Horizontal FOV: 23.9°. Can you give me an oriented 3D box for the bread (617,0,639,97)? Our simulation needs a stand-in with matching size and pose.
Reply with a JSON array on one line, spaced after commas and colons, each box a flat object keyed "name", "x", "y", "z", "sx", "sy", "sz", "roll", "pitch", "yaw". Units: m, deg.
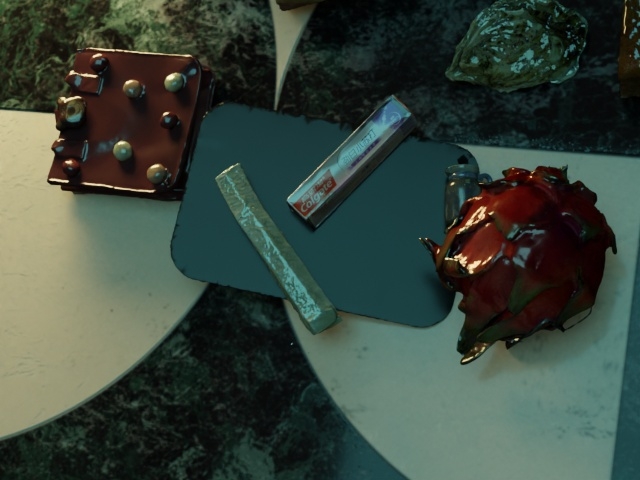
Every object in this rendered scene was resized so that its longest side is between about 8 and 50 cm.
[{"name": "bread", "x": 0.459, "y": -0.384, "z": 1.887, "sx": 0.165, "sy": 0.113, "sz": 0.416, "roll": 1, "pitch": 75, "yaw": 15}]

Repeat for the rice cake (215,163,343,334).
[{"name": "rice cake", "x": -0.056, "y": 0.012, "z": 1.914, "sx": 0.045, "sy": 0.042, "sz": 0.245, "roll": -32, "pitch": 77, "yaw": -8}]

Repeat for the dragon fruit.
[{"name": "dragon fruit", "x": 0.238, "y": 0.028, "z": 1.805, "sx": 0.193, "sy": 0.192, "sz": 0.274, "roll": 17, "pitch": 77, "yaw": 57}]

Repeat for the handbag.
[{"name": "handbag", "x": -0.260, "y": -0.160, "z": 2.053, "sx": 0.216, "sy": 0.074, "sz": 0.203, "roll": 7, "pitch": 78, "yaw": 18}]

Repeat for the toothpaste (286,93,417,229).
[{"name": "toothpaste", "x": 0.041, "y": -0.100, "z": 1.935, "sx": 0.196, "sy": 0.040, "sz": 0.047, "roll": -45, "pitch": 76, "yaw": -6}]

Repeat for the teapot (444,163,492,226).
[{"name": "teapot", "x": 0.188, "y": -0.053, "z": 1.907, "sx": 0.064, "sy": 0.049, "sz": 0.083, "roll": -1, "pitch": 78, "yaw": 6}]

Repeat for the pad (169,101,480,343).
[{"name": "pad", "x": 0.000, "y": 0.001, "z": 1.966, "sx": 0.375, "sy": 0.063, "sz": 0.315, "roll": 13, "pitch": 78, "yaw": 8}]

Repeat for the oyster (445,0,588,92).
[{"name": "oyster", "x": 0.252, "y": -0.252, "z": 1.942, "sx": 0.177, "sy": 0.064, "sz": 0.125, "roll": 5, "pitch": 92, "yaw": 6}]

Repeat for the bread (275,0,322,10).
[{"name": "bread", "x": 0.076, "y": -0.422, "z": 1.967, "sx": 0.338, "sy": 0.187, "sz": 0.155, "roll": -19, "pitch": 69, "yaw": 9}]
